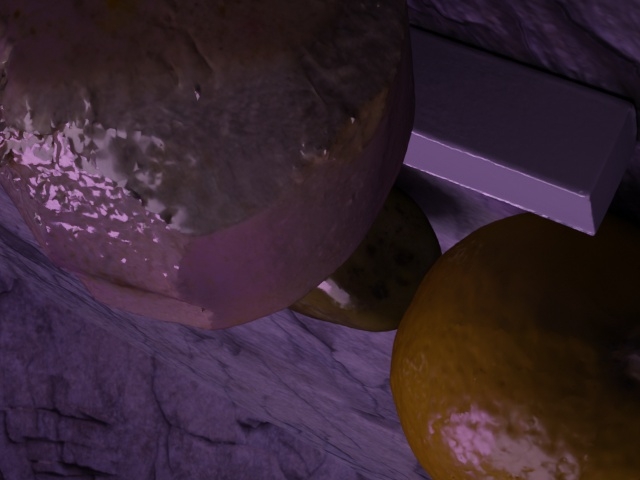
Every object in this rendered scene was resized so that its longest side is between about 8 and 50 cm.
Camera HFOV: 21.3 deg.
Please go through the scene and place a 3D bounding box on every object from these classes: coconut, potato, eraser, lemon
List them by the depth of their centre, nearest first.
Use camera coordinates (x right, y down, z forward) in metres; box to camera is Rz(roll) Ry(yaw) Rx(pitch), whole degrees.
[{"bbox_3d":[-0.085,-0.107,1.036,0.297,0.297,0.309,23,161,11],"label":"coconut"},{"bbox_3d":[0.073,-0.099,1.223,0.298,0.078,0.076,21,166,19],"label":"eraser"},{"bbox_3d":[0.191,0.105,1.373,0.293,0.293,0.293,25,166,6],"label":"lemon"},{"bbox_3d":[-0.001,0.000,1.575,0.197,0.148,0.228,9,-179,-27],"label":"potato"}]
